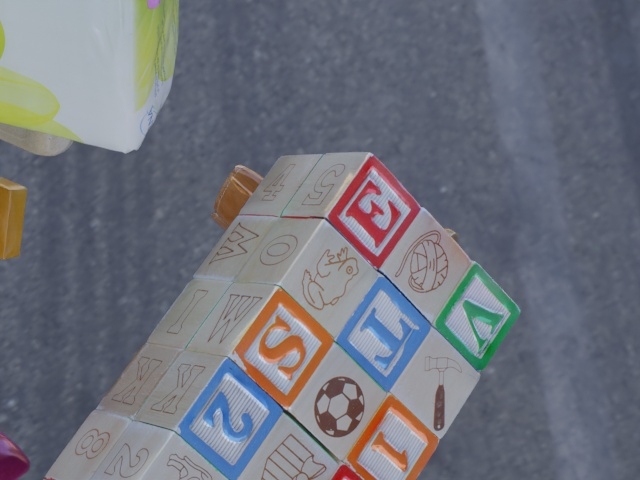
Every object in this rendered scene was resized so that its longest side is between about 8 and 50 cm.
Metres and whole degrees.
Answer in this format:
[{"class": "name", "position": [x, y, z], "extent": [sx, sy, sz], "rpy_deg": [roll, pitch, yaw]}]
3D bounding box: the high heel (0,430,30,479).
[{"class": "high heel", "position": [-0.326, 0.212, 1.073], "extent": [0.117, 0.244, 0.082], "rpy_deg": [35, 12, -38]}]

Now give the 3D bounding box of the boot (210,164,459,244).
[{"class": "boot", "position": [0.000, 0.000, 1.001], "extent": [0.152, 0.197, 0.073], "rpy_deg": [44, 59, 2]}]

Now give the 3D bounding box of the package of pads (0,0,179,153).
[{"class": "package of pads", "position": [-0.203, -0.191, 0.951], "extent": [0.229, 0.296, 0.101], "rpy_deg": [15, 58, 2]}]

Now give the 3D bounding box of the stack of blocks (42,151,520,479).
[{"class": "stack of blocks", "position": [-0.024, 0.121, 0.743], "extent": [0.171, 0.087, 0.297], "rpy_deg": [45, 68, -27]}]

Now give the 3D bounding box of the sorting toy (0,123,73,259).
[{"class": "sorting toy", "position": [-0.282, -0.154, 1.224], "extent": [0.041, 0.229, 0.307], "rpy_deg": [-15, 120, -54]}]
